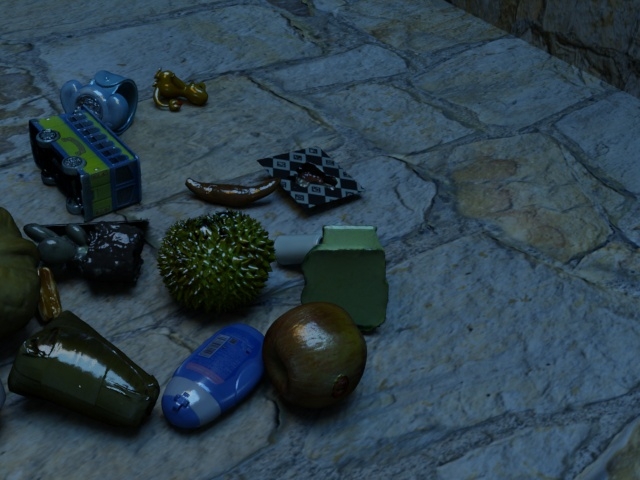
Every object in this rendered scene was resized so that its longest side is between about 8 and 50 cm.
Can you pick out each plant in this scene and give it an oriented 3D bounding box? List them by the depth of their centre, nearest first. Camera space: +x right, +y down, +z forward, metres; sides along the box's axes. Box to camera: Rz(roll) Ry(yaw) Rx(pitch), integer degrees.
[{"bbox_3d":[-0.538,0.023,1.767,0.274,0.149,0.147,0,77,-3],"label":"plant"}]

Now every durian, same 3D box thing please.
[{"bbox_3d":[-0.228,0.046,1.752,0.291,0.225,0.291,-17,11,4],"label":"durian"}]

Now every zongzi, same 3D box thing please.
[{"bbox_3d":[-0.437,0.237,1.563,0.273,0.145,0.300,22,15,-4],"label":"zongzi"}]

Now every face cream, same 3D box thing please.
[{"bbox_3d":[-0.210,0.274,1.566,0.149,0.083,0.264,25,42,21],"label":"face cream"}]

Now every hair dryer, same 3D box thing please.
[{"bbox_3d":[0.000,0.000,1.943,0.131,0.073,0.236,-4,12,33],"label":"hair dryer"}]

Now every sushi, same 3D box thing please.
[{"bbox_3d":[-0.030,-0.161,2.166,0.219,0.047,0.231,-18,50,-35],"label":"sushi"}]

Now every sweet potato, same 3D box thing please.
[{"bbox_3d":[-0.230,-0.128,2.072,0.255,0.058,0.078,-1,69,0],"label":"sweet potato"}]

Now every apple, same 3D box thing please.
[{"bbox_3d":[-0.010,0.226,1.561,0.187,0.211,0.211,-19,46,-27],"label":"apple"}]

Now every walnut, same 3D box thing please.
[{"bbox_3d":[-0.697,0.065,1.571,0.253,0.277,0.282,11,64,-30],"label":"walnut"}]

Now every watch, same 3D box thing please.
[{"bbox_3d":[-0.613,-0.382,2.245,0.210,0.211,0.193,19,26,13],"label":"watch"}]

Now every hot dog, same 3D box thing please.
[{"bbox_3d":[-0.592,0.118,1.694,0.056,0.041,0.133,-2,72,-46],"label":"hot dog"}]

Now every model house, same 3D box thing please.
[{"bbox_3d":[0.057,0.073,1.786,0.195,0.214,0.189,-2,26,5],"label":"model house"}]

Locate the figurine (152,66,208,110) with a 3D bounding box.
[{"bbox_3d":[-0.437,-0.454,2.432,0.176,0.121,0.122,12,66,-11],"label":"figurine"}]

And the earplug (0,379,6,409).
[{"bbox_3d":[-0.738,0.284,1.412,0.325,0.175,0.214,-2,36,2],"label":"earplug"}]

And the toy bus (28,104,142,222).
[{"bbox_3d":[-0.614,-0.206,2.034,0.190,0.152,0.312,-25,50,-33],"label":"toy bus"}]

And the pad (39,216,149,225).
[{"bbox_3d":[-0.544,-0.045,1.883,0.265,0.009,0.159,-4,2,-14],"label":"pad"}]
